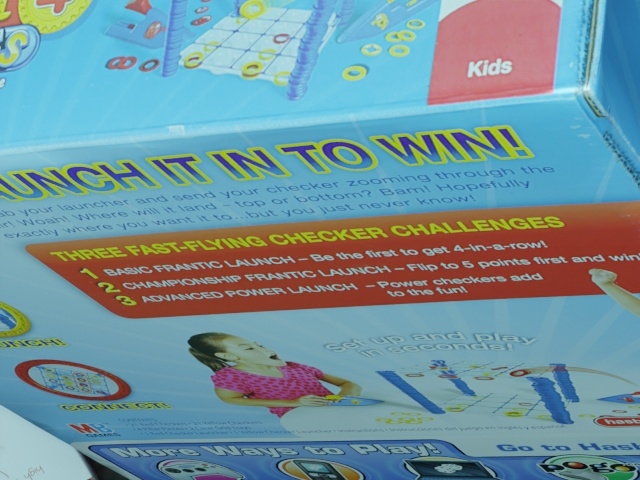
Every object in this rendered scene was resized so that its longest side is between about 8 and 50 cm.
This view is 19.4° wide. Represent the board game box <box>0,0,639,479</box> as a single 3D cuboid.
[{"bbox_3d":[0.000,0.000,0.624,0.302,0.308,0.086,43,50,-53],"label":"board game box"}]

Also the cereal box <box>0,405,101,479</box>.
[{"bbox_3d":[-0.198,0.071,0.729,0.173,0.047,0.240,-29,122,-7],"label":"cereal box"}]
